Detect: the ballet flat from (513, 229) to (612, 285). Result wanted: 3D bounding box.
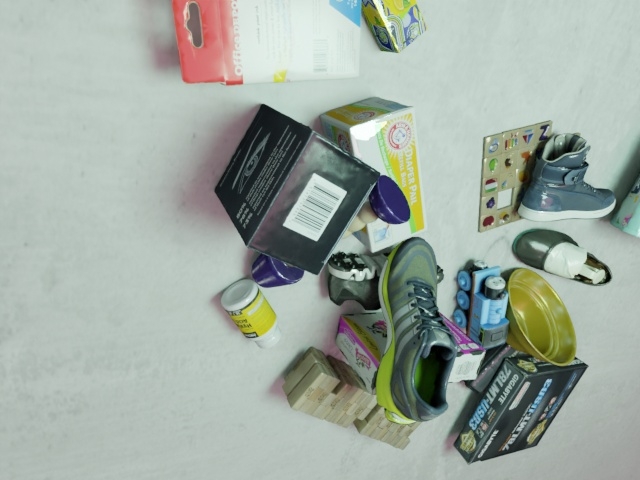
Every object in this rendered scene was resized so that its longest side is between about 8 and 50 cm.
[{"bbox_3d":[0.552,0.043,0.971,0.280,0.096,0.095,14,108,-28],"label":"ballet flat"}]

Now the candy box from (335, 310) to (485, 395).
[{"bbox_3d":[0.167,0.203,0.840,0.233,0.159,0.071,0,112,-24],"label":"candy box"}]

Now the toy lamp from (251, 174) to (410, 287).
[{"bbox_3d":[0.000,0.000,0.649,0.275,0.080,0.080,-30,130,33],"label":"toy lamp"}]

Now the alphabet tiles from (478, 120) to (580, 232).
[{"bbox_3d":[0.419,-0.134,0.879,0.237,0.009,0.198,-17,119,-16],"label":"alphabet tiles"}]

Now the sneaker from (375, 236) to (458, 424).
[{"bbox_3d":[0.163,0.136,0.693,0.111,0.121,0.300,8,73,-21],"label":"sneaker"}]

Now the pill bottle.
[{"bbox_3d":[-0.111,0.126,0.736,0.065,0.065,0.116,-32,123,-7],"label":"pill bottle"}]

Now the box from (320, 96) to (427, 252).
[{"bbox_3d":[0.084,-0.104,0.683,0.103,0.114,0.203,-22,120,-13],"label":"box"}]

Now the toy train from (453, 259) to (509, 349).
[{"bbox_3d":[0.339,0.134,0.915,0.080,0.105,0.184,-13,119,-18],"label":"toy train"}]

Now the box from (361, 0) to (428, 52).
[{"bbox_3d":[0.079,-0.347,0.598,0.059,0.054,0.169,-40,123,-2],"label":"box"}]

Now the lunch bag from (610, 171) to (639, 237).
[{"bbox_3d":[0.775,-0.097,0.967,0.262,0.160,0.223,8,111,-33],"label":"lunch bag"}]

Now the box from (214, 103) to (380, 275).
[{"bbox_3d":[-0.043,-0.076,0.584,0.108,0.207,0.153,25,103,-31],"label":"box"}]

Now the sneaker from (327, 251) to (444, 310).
[{"bbox_3d":[0.114,0.078,0.810,0.234,0.078,0.106,2,116,-20],"label":"sneaker"}]

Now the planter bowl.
[{"bbox_3d":[0.452,0.177,0.969,0.217,0.217,0.090,15,146,-29],"label":"planter bowl"}]

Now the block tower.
[{"bbox_3d":[0.076,0.326,0.900,0.335,0.091,0.097,36,97,-33],"label":"block tower"}]

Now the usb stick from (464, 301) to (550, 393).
[{"bbox_3d":[0.453,0.256,1.060,0.278,0.045,0.077,-47,122,3],"label":"usb stick"}]

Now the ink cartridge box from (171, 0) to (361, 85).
[{"bbox_3d":[-0.068,-0.272,0.555,0.231,0.078,0.134,-10,117,-19],"label":"ink cartridge box"}]

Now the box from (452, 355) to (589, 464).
[{"bbox_3d":[0.518,0.426,1.133,0.293,0.073,0.295,6,114,-35],"label":"box"}]

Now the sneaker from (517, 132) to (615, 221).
[{"bbox_3d":[0.511,-0.127,0.866,0.226,0.086,0.163,-7,119,-19],"label":"sneaker"}]
